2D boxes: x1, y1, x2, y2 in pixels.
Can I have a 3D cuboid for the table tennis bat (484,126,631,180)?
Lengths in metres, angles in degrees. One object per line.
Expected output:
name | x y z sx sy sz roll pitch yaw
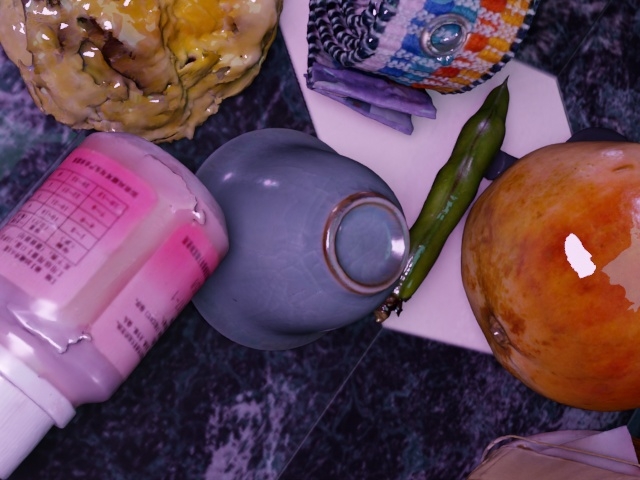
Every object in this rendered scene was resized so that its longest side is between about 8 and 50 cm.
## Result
table tennis bat | 0.267 -0.053 1.106 0.236 0.027 0.150 13 85 -32

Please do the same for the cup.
cup | 0.000 0.000 0.874 0.199 0.150 0.199 -1 91 -31

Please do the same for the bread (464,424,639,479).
bread | 0.254 0.248 0.996 0.212 0.224 0.142 -12 104 -45

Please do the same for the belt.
belt | 0.109 -0.253 0.900 0.161 0.207 0.294 15 81 -28

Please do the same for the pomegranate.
pomegranate | 0.271 0.025 0.981 0.271 0.229 0.252 -21 110 -16

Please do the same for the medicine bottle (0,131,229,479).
medicine bottle | -0.186 0.045 0.768 0.147 0.147 0.247 47 69 -23

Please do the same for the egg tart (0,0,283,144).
egg tart | -0.130 -0.217 0.810 0.297 0.132 0.297 -5 99 -34

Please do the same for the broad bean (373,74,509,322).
broad bean | 0.125 -0.049 0.977 0.043 0.060 0.297 28 61 7
